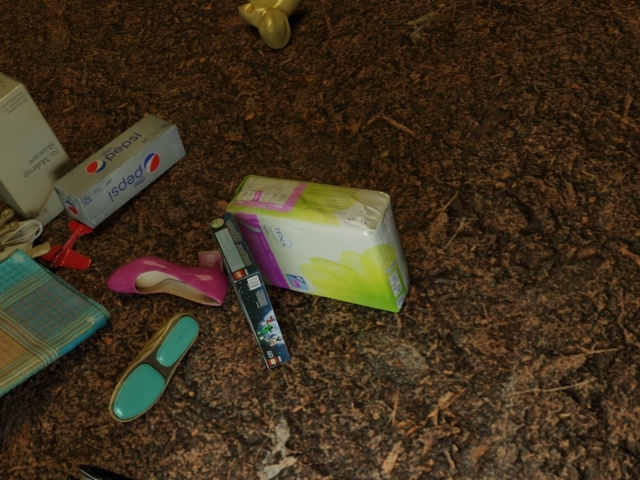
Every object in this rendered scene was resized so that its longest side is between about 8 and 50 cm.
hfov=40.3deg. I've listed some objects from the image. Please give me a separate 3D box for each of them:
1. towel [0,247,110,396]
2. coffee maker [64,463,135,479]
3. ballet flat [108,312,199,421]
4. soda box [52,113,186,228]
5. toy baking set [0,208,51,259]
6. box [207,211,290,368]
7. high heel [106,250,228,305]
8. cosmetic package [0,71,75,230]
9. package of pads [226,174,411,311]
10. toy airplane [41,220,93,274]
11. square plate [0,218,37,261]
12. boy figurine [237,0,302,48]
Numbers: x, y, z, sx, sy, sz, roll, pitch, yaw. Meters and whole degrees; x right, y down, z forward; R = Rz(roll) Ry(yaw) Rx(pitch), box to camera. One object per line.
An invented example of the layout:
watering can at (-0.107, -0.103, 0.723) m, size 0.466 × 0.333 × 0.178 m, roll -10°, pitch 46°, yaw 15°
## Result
towel at (-0.610, 0.165, 1.603) m, size 0.271 × 0.040 × 0.370 m, roll 31°, pitch 42°, yaw 21°
coffee maker at (-0.325, 0.445, 1.303) m, size 0.120 × 0.171 × 0.178 m, roll 12°, pitch 72°, yaw 52°
ballet flat at (-0.300, 0.226, 1.550) m, size 0.073 × 0.080 × 0.232 m, roll -9°, pitch 36°, yaw 52°
soda box at (-0.435, -0.156, 1.909) m, size 0.098 × 0.091 × 0.286 m, roll 24°, pitch 55°, yaw 34°
toy baking set at (-0.694, 0.010, 1.838) m, size 0.256 × 0.030 × 0.197 m, roll 23°, pitch 58°, yaw 34°
box at (-0.121, 0.087, 1.487) m, size 0.044 × 0.233 × 0.159 m, roll -23°, pitch 45°, yaw -8°
high heel at (-0.294, 0.092, 1.662) m, size 0.244 × 0.082 × 0.117 m, roll -7°, pitch 48°, yaw 3°
cosmetic package at (-0.653, -0.189, 1.882) m, size 0.113 × 0.309 × 0.160 m, roll 26°, pitch 62°, yaw 37°
package of pads at (0.000, 0.000, 1.529) m, size 0.296 × 0.229 × 0.101 m, roll 10°, pitch 53°, yaw 26°
toy airplane at (-0.532, 0.013, 1.847) m, size 0.151 × 0.028 × 0.151 m, roll -9°, pitch 47°, yaw 10°
square plate at (-0.760, 0.125, 1.810) m, size 0.347 × 0.049 × 0.344 m, roll -14°, pitch 45°, yaw 7°
boy figurine at (-0.122, -0.596, 2.225) m, size 0.177 × 0.092 × 0.285 m, roll -18°, pitch 46°, yaw 2°
